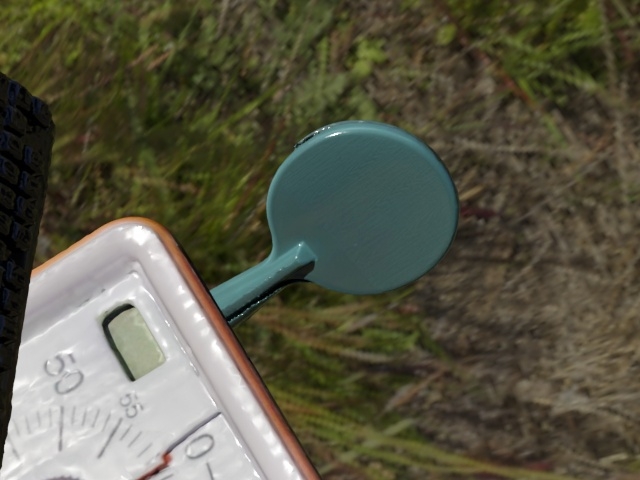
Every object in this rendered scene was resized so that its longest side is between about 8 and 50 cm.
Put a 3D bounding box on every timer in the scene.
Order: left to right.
[{"bbox_3d":[-0.118,0.153,0.845,0.250,0.161,0.257,-39,64,12],"label":"timer"}]

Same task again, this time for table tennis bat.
[{"bbox_3d":[0.000,0.000,1.076,0.124,0.201,0.033,47,26,-17],"label":"table tennis bat"}]

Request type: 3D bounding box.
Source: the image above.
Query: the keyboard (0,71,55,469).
[{"bbox_3d":[-0.126,0.041,0.517,0.093,0.025,0.230,40,48,-52],"label":"keyboard"}]
